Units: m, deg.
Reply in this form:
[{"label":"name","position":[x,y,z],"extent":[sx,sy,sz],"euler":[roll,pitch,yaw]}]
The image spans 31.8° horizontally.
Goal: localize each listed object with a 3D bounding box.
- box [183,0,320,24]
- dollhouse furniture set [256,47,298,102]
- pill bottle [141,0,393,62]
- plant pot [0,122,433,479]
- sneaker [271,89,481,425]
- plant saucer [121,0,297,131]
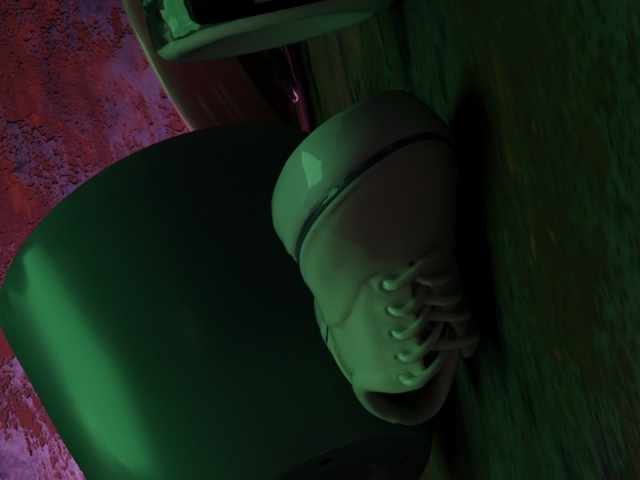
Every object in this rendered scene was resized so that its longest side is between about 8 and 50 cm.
[{"label":"box","position":[-0.020,-0.191,0.385],"extent":[0.153,0.108,0.207],"euler":[-129,26,-83]},{"label":"dollhouse furniture set","position":[-0.049,-0.240,1.395],"extent":[0.076,0.059,0.152],"euler":[67,-168,24]},{"label":"pill bottle","position":[-0.050,-0.223,0.568],"extent":[0.130,0.130,0.245],"euler":[-139,35,-84]},{"label":"plant pot","position":[-0.054,0.100,0.818],"extent":[0.235,0.293,0.293],"euler":[58,167,32]},{"label":"sneaker","position":[0.043,0.020,0.551],"extent":[0.091,0.094,0.258],"euler":[55,172,23]},{"label":"plant saucer","position":[-0.125,-0.222,1.381],"extent":[0.332,0.084,0.332],"euler":[58,-169,-18]}]
